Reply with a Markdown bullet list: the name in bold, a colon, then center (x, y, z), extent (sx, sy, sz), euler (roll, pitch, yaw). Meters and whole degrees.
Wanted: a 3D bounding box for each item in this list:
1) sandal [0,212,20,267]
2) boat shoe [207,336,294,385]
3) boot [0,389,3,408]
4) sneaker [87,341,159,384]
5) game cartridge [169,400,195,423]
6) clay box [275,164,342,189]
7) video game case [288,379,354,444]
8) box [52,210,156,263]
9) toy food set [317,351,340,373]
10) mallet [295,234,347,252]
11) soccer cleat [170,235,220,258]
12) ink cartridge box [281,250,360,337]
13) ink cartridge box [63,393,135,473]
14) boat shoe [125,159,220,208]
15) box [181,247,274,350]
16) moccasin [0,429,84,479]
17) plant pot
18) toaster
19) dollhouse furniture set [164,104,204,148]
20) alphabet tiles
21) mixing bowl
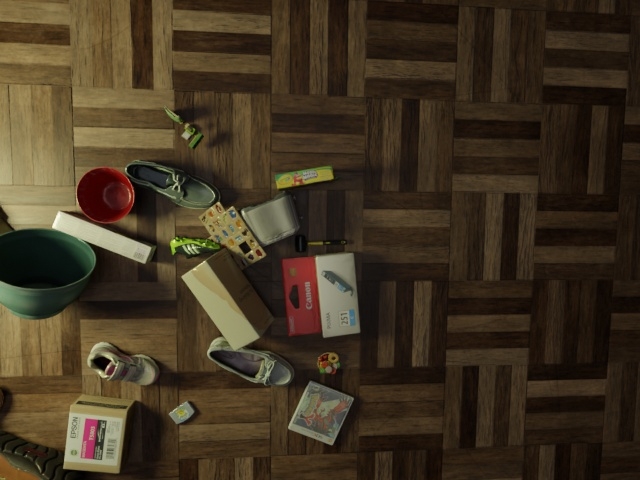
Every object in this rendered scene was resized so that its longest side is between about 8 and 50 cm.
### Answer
- **sandal**: center (-1.084, -0.007, 1.366), extent (0.079, 0.088, 0.240), euler (-28, 90, 29)
- **boat shoe**: center (-0.246, 0.441, 1.447), extent (0.320, 0.103, 0.118), euler (27, 92, -6)
- **boot**: center (-1.200, 0.614, 1.319), extent (0.283, 0.220, 0.109), euler (-40, 96, -1)
- **sneaker**: center (-0.687, 0.442, 1.405), extent (0.252, 0.111, 0.103), euler (21, 93, -7)
- **game cartridge**: center (-0.502, 0.628, 1.485), extent (0.083, 0.017, 0.056), euler (-35, 100, -1)
- **clay box**: center (-0.042, -0.216, 1.402), extent (0.222, 0.127, 0.053), euler (-12, 95, -5)
- **video game case**: center (0.003, 0.644, 1.526), extent (0.183, 0.023, 0.201), euler (24, 92, -7)
- **box**: center (-0.729, -0.011, 1.390), extent (0.324, 0.063, 0.067), euler (22, 91, -6)
- **toy food set**: center (0.031, 0.457, 1.515), extent (0.083, 0.020, 0.082), euler (-5, 95, -5)
- **mallet**: center (0.000, 0.000, 1.472), extent (0.190, 0.039, 0.062), euler (-10, 93, -9)
- **soccer cleat**: center (-0.434, 0.030, 1.419), extent (0.179, 0.060, 0.072), euler (7, 110, 9)
- **ink cartridge box**: center (0.001, 0.199, 1.470), extent (0.261, 0.066, 0.296), euler (-6, 95, -6)
- **ink cartridge box**: center (-0.771, 0.677, 1.429), extent (0.193, 0.088, 0.234), euler (8, 94, -7)
- **boat shoe**: center (-0.499, -0.187, 1.377), extent (0.320, 0.099, 0.116), euler (21, 92, -6)
- **box**: center (-0.308, 0.199, 1.389), extent (0.121, 0.148, 0.311), euler (-31, 98, 21)
- **moccasin**: center (-1.000, 0.796, 1.394), extent (0.380, 0.139, 0.147), euler (25, 98, -9)
- **plant pot**: center (-0.893, 0.126, 1.298), extent (0.293, 0.293, 0.196), euler (23, 118, -6)
- **toaster**: center (-0.175, -0.070, 1.402), extent (0.227, 0.129, 0.146), euler (-22, 98, -2)
- **dollhouse furniture set**: center (-0.472, -0.379, 1.377), extent (0.152, 0.076, 0.058), euler (38, 90, -8)
- **alphabet tiles**: center (-0.315, -0.008, 1.399), extent (0.198, 0.009, 0.237), euler (-29, 97, 33)
- **mixing bowl**: center (-0.698, -0.150, 1.364), extent (0.182, 0.098, 0.181), euler (0, 95, -4)
